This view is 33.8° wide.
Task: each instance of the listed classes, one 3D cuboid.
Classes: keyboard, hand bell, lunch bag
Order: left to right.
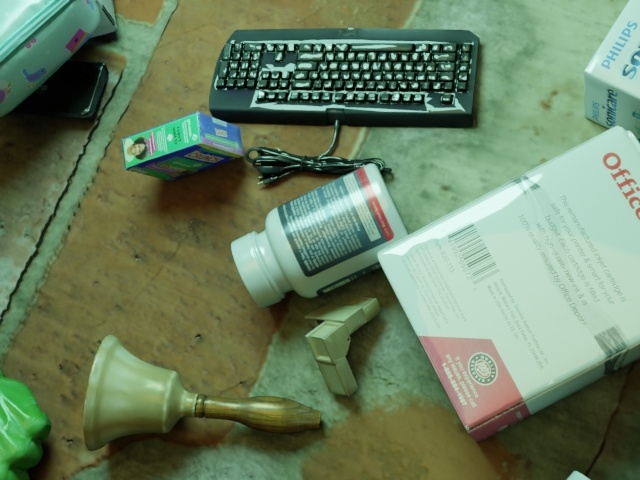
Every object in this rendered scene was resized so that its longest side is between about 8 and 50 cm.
[{"bbox_3d":[-0.406,-0.294,1.236,0.224,0.108,0.279,-45,66,-7],"label":"lunch bag"},{"bbox_3d":[-0.357,-0.204,1.336,0.180,0.023,0.108,6,68,15],"label":"keyboard"},{"bbox_3d":[-0.120,0.180,1.136,0.241,0.126,0.126,8,75,2],"label":"hand bell"},{"bbox_3d":[0.020,-0.160,1.230,0.317,0.033,0.202,2,74,15],"label":"keyboard"}]

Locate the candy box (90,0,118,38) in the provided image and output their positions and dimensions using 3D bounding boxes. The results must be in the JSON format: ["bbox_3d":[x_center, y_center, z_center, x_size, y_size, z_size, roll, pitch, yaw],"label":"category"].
[{"bbox_3d":[-0.358,-0.341,1.343,0.164,0.070,0.196,-16,65,6],"label":"candy box"}]

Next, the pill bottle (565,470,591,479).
[{"bbox_3d":[0.189,0.344,0.971,0.146,0.146,0.264,39,86,21],"label":"pill bottle"}]

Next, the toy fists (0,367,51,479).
[{"bbox_3d":[-0.417,0.269,1.169,0.279,0.096,0.142,-43,59,0],"label":"toy fists"}]

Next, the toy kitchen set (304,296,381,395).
[{"bbox_3d":[0.023,0.112,1.149,0.083,0.075,0.068,-35,22,-33],"label":"toy kitchen set"}]

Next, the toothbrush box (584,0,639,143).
[{"bbox_3d":[0.451,-0.171,1.078,0.295,0.126,0.216,30,82,19],"label":"toothbrush box"}]

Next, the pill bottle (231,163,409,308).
[{"bbox_3d":[0.000,0.000,1.143,0.180,0.108,0.108,-25,69,5],"label":"pill bottle"}]

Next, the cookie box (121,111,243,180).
[{"bbox_3d":[-0.157,-0.106,1.208,0.107,0.092,0.040,-17,77,25],"label":"cookie box"}]

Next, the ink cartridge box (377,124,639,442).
[{"bbox_3d":[0.232,0.048,1.067,0.283,0.117,0.207,-28,69,4],"label":"ink cartridge box"}]
